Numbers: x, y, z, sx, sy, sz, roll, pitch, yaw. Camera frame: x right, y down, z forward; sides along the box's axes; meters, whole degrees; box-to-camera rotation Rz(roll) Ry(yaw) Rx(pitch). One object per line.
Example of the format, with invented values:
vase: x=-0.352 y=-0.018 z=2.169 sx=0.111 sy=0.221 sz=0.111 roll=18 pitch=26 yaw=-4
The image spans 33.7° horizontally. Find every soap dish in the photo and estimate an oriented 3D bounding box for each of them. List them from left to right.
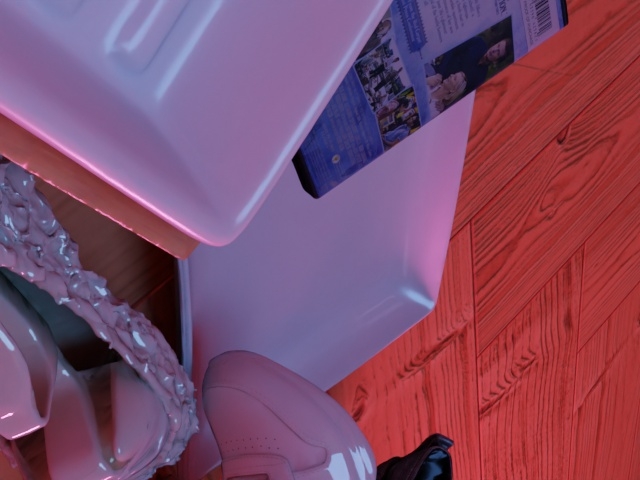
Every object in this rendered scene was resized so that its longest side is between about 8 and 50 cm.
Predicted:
soap dish: x=-0.090 y=-0.141 z=0.469 sx=0.229 sy=0.118 sz=0.291 roll=-57 pitch=148 yaw=-4

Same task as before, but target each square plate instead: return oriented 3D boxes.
square plate: x=0.000 y=0.000 z=0.897 sx=0.347 sy=0.049 sz=0.344 roll=-31 pitch=140 yaw=-37

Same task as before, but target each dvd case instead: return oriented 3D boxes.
dvd case: x=0.067 y=-0.163 z=0.740 sx=0.253 sy=0.022 sz=0.180 roll=-35 pitch=135 yaw=-13

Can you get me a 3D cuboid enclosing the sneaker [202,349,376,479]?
sneaker: x=-0.018 y=0.229 z=0.786 sx=0.152 sy=0.114 sz=0.305 roll=-30 pitch=96 yaw=-47

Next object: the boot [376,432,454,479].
boot: x=0.025 y=0.312 z=1.001 sx=0.091 sy=0.229 sz=0.263 roll=28 pitch=64 yaw=-20

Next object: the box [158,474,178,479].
box: x=-0.147 y=0.380 z=0.905 sx=0.142 sy=0.154 sz=0.299 roll=-20 pitch=131 yaw=-46

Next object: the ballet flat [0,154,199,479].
ballet flat: x=-0.180 y=0.080 z=0.642 sx=0.147 sy=0.147 sz=0.409 roll=-49 pitch=143 yaw=-18
